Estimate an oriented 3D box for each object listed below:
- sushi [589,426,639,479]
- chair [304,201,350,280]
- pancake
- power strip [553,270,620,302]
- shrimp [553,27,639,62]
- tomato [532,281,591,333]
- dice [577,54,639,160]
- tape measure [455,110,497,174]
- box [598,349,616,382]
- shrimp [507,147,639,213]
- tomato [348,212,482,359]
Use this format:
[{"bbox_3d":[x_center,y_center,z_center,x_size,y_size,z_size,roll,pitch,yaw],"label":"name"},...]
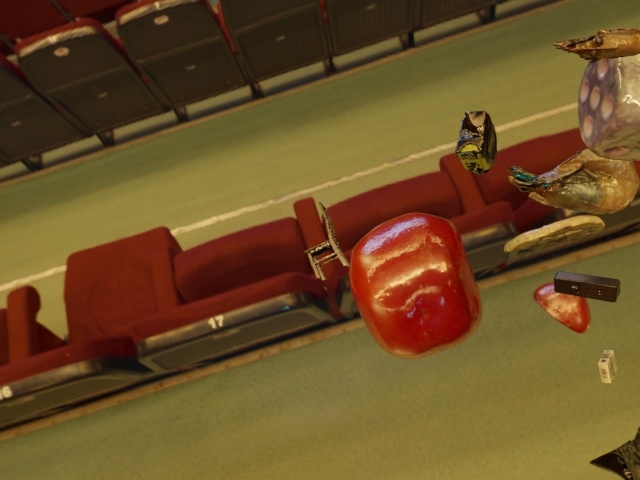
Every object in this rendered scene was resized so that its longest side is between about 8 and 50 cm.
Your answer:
[{"bbox_3d":[0.510,0.302,0.649,0.215,0.227,0.213,-13,58,-12],"label":"sushi"},{"bbox_3d":[0.000,0.000,1.596,0.101,0.084,0.213,-26,76,7],"label":"chair"},{"bbox_3d":[0.354,-0.008,0.834,0.158,0.158,0.028,-14,79,5],"label":"pancake"},{"bbox_3d":[0.490,0.085,1.005,0.111,0.038,0.029,8,34,39],"label":"power strip"},{"bbox_3d":[0.605,-0.422,1.186,0.261,0.066,0.117,-7,25,-11],"label":"shrimp"},{"bbox_3d":[0.639,0.157,1.401,0.159,0.139,0.091,48,118,28],"label":"tomato"},{"bbox_3d":[0.879,-0.385,1.470,0.269,0.271,0.271,2,76,4],"label":"dice"},{"bbox_3d":[0.531,-0.320,1.850,0.112,0.186,0.199,5,69,34],"label":"tape measure"},{"bbox_3d":[0.731,0.320,1.382,0.024,0.083,0.054,-12,97,39],"label":"box"},{"bbox_3d":[0.844,-0.202,1.800,0.445,0.110,0.221,2,101,-5],"label":"shrimp"},{"bbox_3d":[0.221,0.105,1.264,0.292,0.325,0.290,-15,13,3],"label":"tomato"}]
